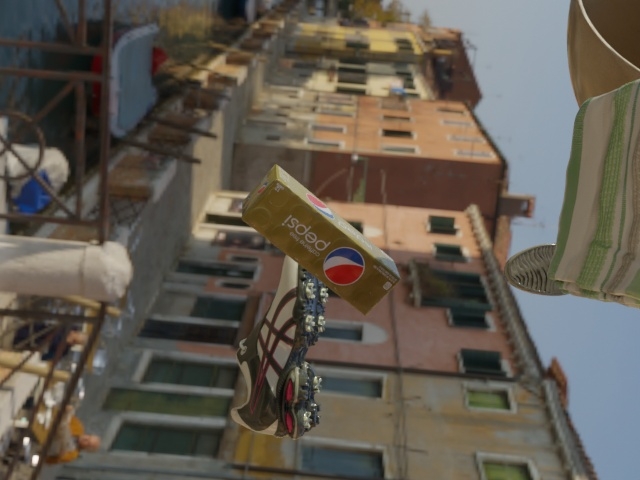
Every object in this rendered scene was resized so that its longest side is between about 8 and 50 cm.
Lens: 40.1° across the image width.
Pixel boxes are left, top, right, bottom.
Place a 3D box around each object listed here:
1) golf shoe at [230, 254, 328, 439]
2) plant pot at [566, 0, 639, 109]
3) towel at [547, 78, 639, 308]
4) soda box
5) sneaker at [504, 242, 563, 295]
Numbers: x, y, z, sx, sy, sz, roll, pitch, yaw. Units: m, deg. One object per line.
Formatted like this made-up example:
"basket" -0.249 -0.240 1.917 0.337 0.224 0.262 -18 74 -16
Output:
"golf shoe" -0.057 0.130 1.196 0.105 0.120 0.272 31 63 -71
"plant pot" 0.387 -0.174 0.931 0.191 0.284 0.284 94 1 -54
"towel" 0.146 -0.024 0.426 0.152 0.023 0.113 -74 171 -89
"soda box" 0.000 0.000 0.963 0.061 0.181 0.058 -47 -163 13
"sneaker" 0.378 0.047 1.406 0.118 0.222 0.083 157 -74 -72
